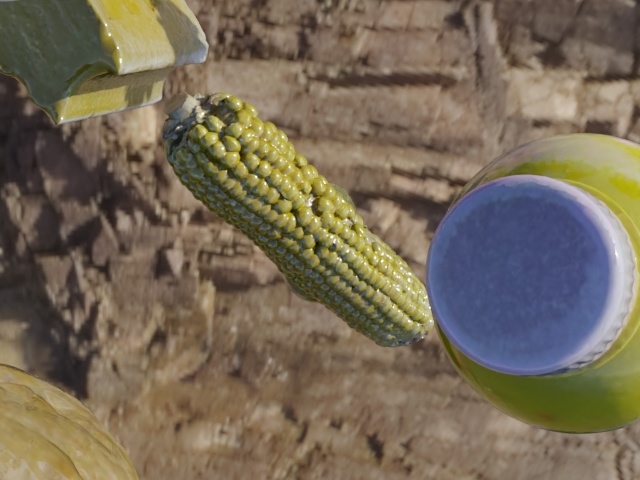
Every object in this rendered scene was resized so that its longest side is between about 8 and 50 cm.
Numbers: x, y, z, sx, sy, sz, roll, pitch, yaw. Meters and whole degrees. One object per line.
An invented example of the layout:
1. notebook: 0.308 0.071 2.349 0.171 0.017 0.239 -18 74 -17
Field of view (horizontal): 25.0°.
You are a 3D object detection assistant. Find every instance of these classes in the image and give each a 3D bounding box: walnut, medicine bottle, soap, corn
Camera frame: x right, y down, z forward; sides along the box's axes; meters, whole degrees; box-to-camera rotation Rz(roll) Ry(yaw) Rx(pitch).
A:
1. walnut: -0.311 0.246 1.310 0.313 0.252 0.277 37 22 -8
2. medicine bottle: 0.101 0.017 0.573 0.122 0.212 0.121 -1 87 19
3. soap: -0.310 -0.304 1.809 0.156 0.335 0.293 -37 87 17
4. corn: -0.016 -0.014 1.270 0.320 0.097 0.097 43 59 -25

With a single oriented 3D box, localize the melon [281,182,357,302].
1. melon: 0.000 0.000 1.707 0.099 0.099 0.162 8 53 -4
